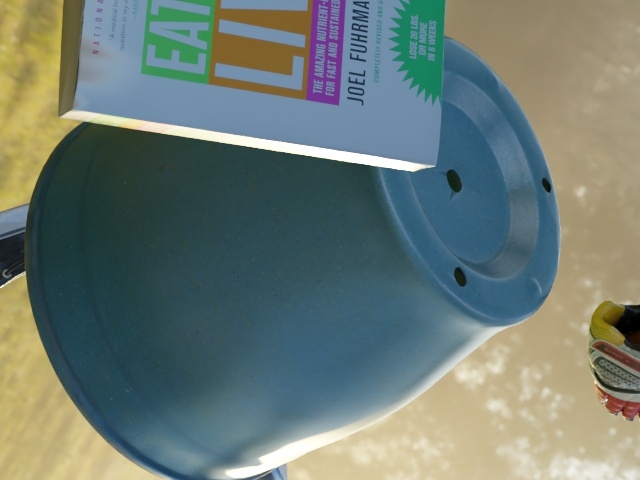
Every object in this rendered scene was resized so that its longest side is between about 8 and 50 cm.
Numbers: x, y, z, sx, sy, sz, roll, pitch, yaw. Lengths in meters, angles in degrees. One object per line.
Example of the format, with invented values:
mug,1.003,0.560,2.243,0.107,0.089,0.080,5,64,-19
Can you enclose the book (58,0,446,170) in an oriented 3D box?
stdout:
book,-0.022,-0.082,0.527,0.035,0.144,0.096,-11,-105,63

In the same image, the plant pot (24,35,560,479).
plant pot,0.000,0.000,0.901,0.255,0.272,0.272,-21,-156,38

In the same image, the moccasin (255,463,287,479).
moccasin,-0.115,0.121,1.163,0.138,0.116,0.342,-99,174,-48

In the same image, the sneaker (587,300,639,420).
sneaker,0.303,0.068,1.034,0.088,0.225,0.093,-82,153,-52

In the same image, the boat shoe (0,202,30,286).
boat shoe,-0.206,-0.007,1.274,0.228,0.076,0.080,-17,178,-37
